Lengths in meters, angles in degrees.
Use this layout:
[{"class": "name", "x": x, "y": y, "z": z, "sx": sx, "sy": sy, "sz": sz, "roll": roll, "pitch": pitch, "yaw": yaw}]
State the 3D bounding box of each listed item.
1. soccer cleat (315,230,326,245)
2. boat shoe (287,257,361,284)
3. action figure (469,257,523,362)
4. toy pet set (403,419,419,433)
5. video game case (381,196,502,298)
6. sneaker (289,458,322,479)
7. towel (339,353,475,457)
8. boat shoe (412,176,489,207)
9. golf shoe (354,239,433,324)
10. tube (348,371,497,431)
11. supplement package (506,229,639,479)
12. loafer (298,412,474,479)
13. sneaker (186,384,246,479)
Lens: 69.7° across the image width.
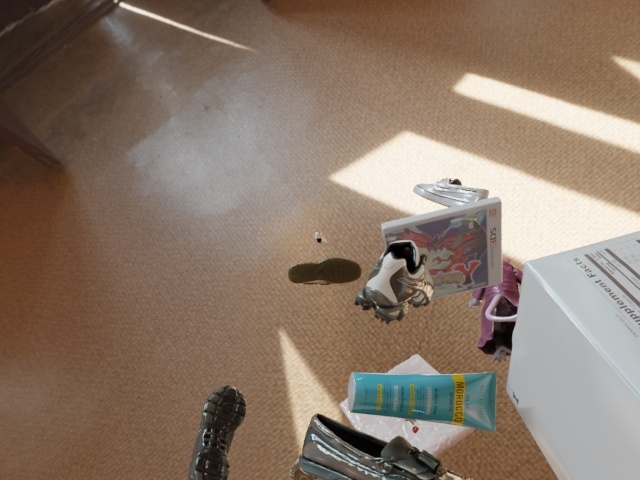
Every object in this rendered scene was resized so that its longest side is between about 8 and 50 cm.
[{"class": "soccer cleat", "x": 0.000, "y": 0.000, "z": 1.612, "sx": 0.029, "sy": 0.083, "sz": 0.035, "roll": -7, "pitch": 56, "yaw": 16}, {"class": "boat shoe", "x": 0.015, "y": 0.097, "z": 1.412, "sx": 0.224, "sy": 0.073, "sz": 0.080, "roll": -5, "pitch": 83, "yaw": 6}, {"class": "action figure", "x": 0.552, "y": 0.174, "z": 1.432, "sx": 0.248, "sy": 0.275, "sz": 0.370, "roll": -17, "pitch": 41, "yaw": 29}, {"class": "toy pet set", "x": 0.216, "y": 0.337, "z": 1.014, "sx": 0.065, "sy": 0.114, "sz": 0.122, "roll": 41, "pitch": 96, "yaw": -1}, {"class": "video game case", "x": 0.219, "y": 0.026, "z": 0.813, "sx": 0.201, "sy": 0.183, "sz": 0.023, "roll": -13, "pitch": 34, "yaw": 4}, {"class": "sneaker", "x": 0.047, "y": 0.496, "z": 0.846, "sx": 0.099, "sy": 0.153, "sz": 0.282, "roll": -15, "pitch": 94, "yaw": 33}, {"class": "towel", "x": 0.267, "y": 0.528, "z": 1.401, "sx": 0.332, "sy": 0.053, "sz": 0.317, "roll": -27, "pitch": 33, "yaw": -17}, {"class": "boat shoe", "x": 0.373, "y": -0.137, "z": 1.315, "sx": 0.258, "sy": 0.095, "sz": 0.084, "roll": 29, "pitch": 101, "yaw": 50}, {"class": "golf shoe", "x": 0.120, "y": 0.043, "z": 0.621, "sx": 0.077, "sy": 0.198, "sz": 0.094, "roll": 26, "pitch": 109, "yaw": 19}, {"class": "tube", "x": 0.143, "y": 0.217, "z": 0.636, "sx": 0.207, "sy": 0.052, "sz": 0.080, "roll": 5, "pitch": 89, "yaw": -5}, {"class": "supplement package", "x": 0.327, "y": 0.114, "z": 0.370, "sx": 0.263, "sy": 0.199, "sz": 0.198, "roll": -15, "pitch": 39, "yaw": -3}, {"class": "loafer", "x": 0.083, "y": 0.306, "z": 0.644, "sx": 0.268, "sy": 0.096, "sz": 0.084, "roll": -3, "pitch": 73, "yaw": 33}, {"class": "sneaker", "x": -0.245, "y": 0.447, "z": 1.032, "sx": 0.101, "sy": 0.267, "sz": 0.106, "roll": 29, "pitch": 123, "yaw": -12}]
